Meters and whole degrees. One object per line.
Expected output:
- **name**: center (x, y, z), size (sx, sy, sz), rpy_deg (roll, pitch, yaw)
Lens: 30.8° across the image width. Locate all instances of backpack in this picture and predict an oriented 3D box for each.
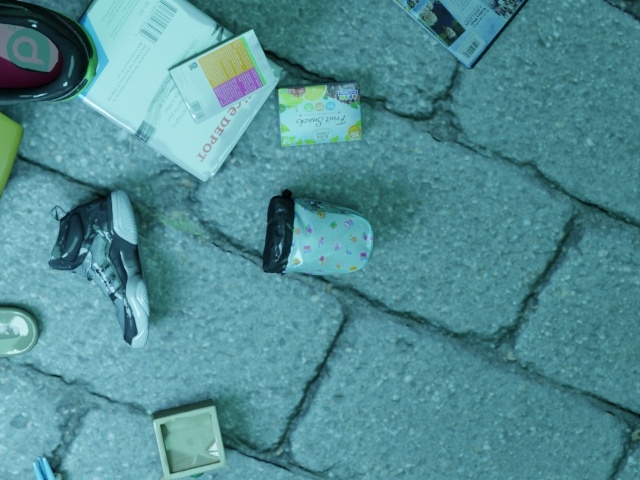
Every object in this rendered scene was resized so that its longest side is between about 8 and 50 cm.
- **backpack**: center (0.000, 0.000, 1.994), size (0.182, 0.115, 0.152), rpy_deg (6, 99, -16)

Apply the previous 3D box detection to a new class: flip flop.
- **flip flop**: center (-0.608, 0.165, 1.925), size (0.277, 0.080, 0.112), rpy_deg (-2, 103, -11)

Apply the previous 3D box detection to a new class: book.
- **book**: center (-0.151, -0.256, 1.815), size (0.144, 0.035, 0.096), rpy_deg (-28, 110, -6)

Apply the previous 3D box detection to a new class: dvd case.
- **dvd case**: center (0.224, -0.441, 1.988), size (0.253, 0.022, 0.180), rpy_deg (39, 92, -16)

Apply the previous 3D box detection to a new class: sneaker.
- **sneaker**: center (-0.551, -0.291, 1.627), size (0.482, 0.202, 0.185), rpy_deg (2, 100, -16)
- **sneaker**: center (-0.371, 0.057, 1.942), size (0.153, 0.101, 0.269), rpy_deg (-9, 98, -9)

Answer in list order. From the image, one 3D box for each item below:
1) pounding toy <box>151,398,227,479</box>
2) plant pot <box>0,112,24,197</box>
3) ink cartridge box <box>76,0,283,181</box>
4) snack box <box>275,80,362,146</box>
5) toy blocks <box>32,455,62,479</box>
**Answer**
- **pounding toy**: center (-0.239, 0.364, 2.048), size (0.130, 0.100, 0.141), rpy_deg (-12, 94, -9)
- **plant pot**: center (-0.576, -0.134, 1.810), size (0.212, 0.212, 0.187), rpy_deg (34, 80, -16)
- **ink cartridge box**: center (-0.252, -0.274, 1.872), size (0.307, 0.129, 0.223), rpy_deg (34, 93, -17)
- **snack box**: center (-0.003, -0.217, 1.984), size (0.141, 0.037, 0.100), rpy_deg (-6, 105, -10)
- **toy blocks**: center (-0.500, 0.456, 2.026), size (0.123, 0.054, 0.148), rpy_deg (-18, 105, -7)
